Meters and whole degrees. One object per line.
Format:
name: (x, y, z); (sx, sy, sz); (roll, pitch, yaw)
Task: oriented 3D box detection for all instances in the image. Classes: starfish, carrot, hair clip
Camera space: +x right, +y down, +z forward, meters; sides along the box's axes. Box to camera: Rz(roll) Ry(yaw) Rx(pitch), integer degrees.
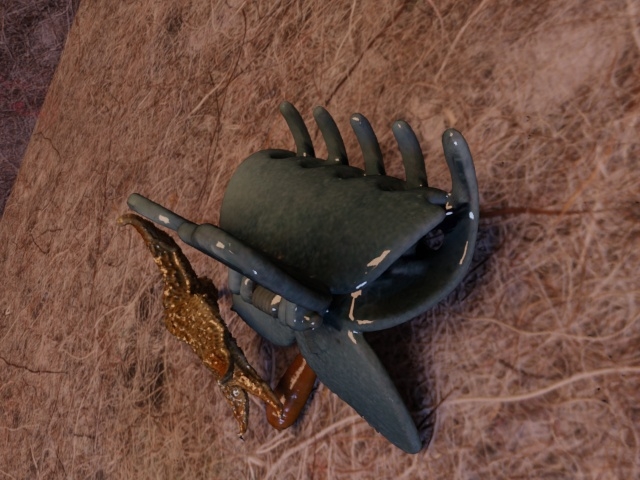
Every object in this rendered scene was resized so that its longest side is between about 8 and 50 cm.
starfish: (-0.152, 0.138, 0.738); (0.084, 0.301, 0.293); (-31, 62, -11)
carrot: (-0.015, 0.159, 0.723); (0.048, 0.048, 0.216); (29, 93, 45)
hair clip: (0.000, 0.000, 0.596); (0.318, 0.392, 0.238); (23, 67, 44)
